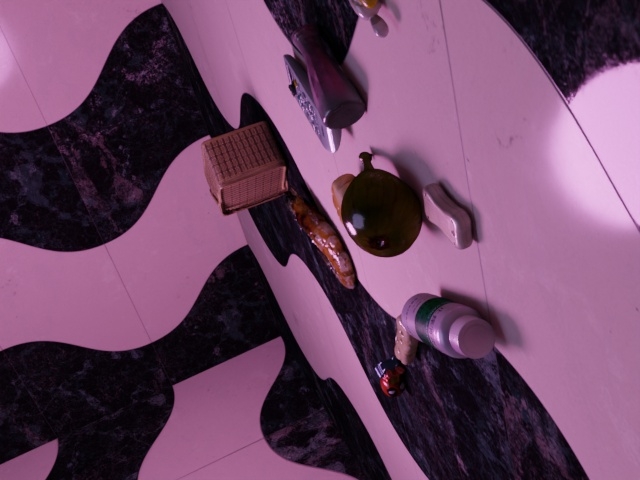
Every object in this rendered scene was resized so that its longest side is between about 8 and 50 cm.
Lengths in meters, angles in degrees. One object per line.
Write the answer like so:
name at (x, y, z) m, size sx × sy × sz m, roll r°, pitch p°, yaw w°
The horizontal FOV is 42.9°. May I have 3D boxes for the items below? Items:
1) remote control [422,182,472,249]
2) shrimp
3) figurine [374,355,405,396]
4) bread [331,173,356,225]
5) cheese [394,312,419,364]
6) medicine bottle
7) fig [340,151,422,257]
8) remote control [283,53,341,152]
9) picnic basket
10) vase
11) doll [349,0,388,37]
remote control at (0.206, -0.040, 1.318) m, size 0.122 × 0.032 × 0.074 m, roll 53°, pitch 163°, yaw 47°
shrimp at (0.000, 0.000, 2.307) m, size 0.365 × 0.071 × 0.233 m, roll 51°, pitch 167°, yaw 37°
figurine at (0.186, 0.366, 2.163) m, size 0.075 × 0.068 × 0.140 m, roll 55°, pitch 162°, yaw 36°
bread at (0.081, -0.069, 1.711) m, size 0.177 × 0.084 × 0.119 m, roll -125°, pitch 17°, yaw -48°
cheese at (0.200, 0.228, 1.885) m, size 0.065 × 0.043 × 0.194 m, roll 55°, pitch 163°, yaw 28°
medicine bottle at (0.228, 0.153, 1.463) m, size 0.095 × 0.095 × 0.260 m, roll 68°, pitch 167°, yaw -8°
fig at (0.114, -0.095, 1.515) m, size 0.151 × 0.152 × 0.259 m, roll 80°, pitch -170°, yaw -51°
remote control at (-0.018, -0.305, 1.781) m, size 0.293 × 0.051 × 0.103 m, roll -120°, pitch 13°, yaw -46°
picnic basket at (-0.234, -0.208, 2.549) m, size 0.313 × 0.228 × 0.175 m, roll 109°, pitch 139°, yaw -73°
vase at (0.008, -0.320, 1.565) m, size 0.086 × 0.086 × 0.214 m, roll 90°, pitch 159°, yaw -64°
doll at (0.065, -0.367, 1.234) m, size 0.135 × 0.072 × 0.113 m, roll 63°, pitch 177°, yaw -5°
